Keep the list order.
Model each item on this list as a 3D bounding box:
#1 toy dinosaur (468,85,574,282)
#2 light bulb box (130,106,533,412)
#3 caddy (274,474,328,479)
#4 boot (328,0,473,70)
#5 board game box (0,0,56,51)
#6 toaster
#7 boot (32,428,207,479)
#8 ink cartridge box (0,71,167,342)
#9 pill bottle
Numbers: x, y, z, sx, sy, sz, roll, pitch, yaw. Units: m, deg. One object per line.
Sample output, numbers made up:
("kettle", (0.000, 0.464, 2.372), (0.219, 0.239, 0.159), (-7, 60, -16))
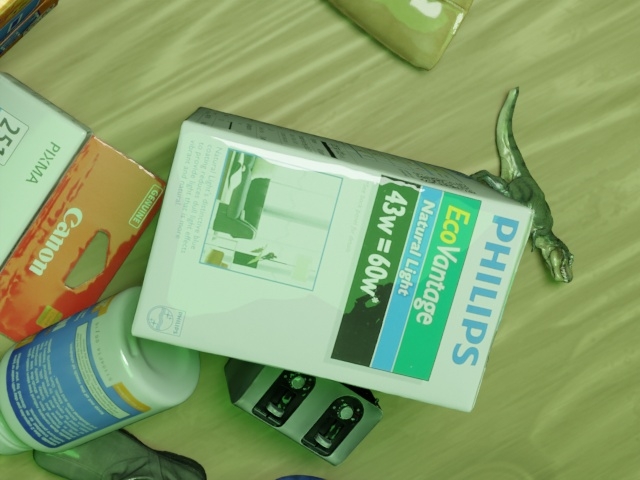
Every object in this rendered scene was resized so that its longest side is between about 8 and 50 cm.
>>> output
("toy dinosaur", (0.251, -0.058, 1.252), (0.118, 0.064, 0.268), (-22, 99, -10))
("light bulb box", (0.000, 0.000, 1.081), (0.361, 0.358, 0.225), (14, 99, -7))
("caddy", (0.015, 0.475, 1.250), (0.341, 0.179, 0.241), (33, 93, -10))
("boot", (0.081, -0.380, 1.170), (0.269, 0.089, 0.236), (28, 108, -9))
("board game box", (-0.511, -0.275, 0.936), (0.356, 0.356, 0.356), (-47, 106, -9))
("toaster", (-0.028, 0.181, 1.207), (0.168, 0.185, 0.110), (36, 96, -18))
("boot", (-0.255, 0.309, 1.201), (0.246, 0.161, 0.083), (18, 97, -9))
("ink cartridge box", (-0.375, -0.019, 1.185), (0.261, 0.066, 0.296), (34, 94, -9))
("pill bottle", (-0.296, 0.170, 1.147), (0.272, 0.152, 0.152), (-24, 102, 24))
